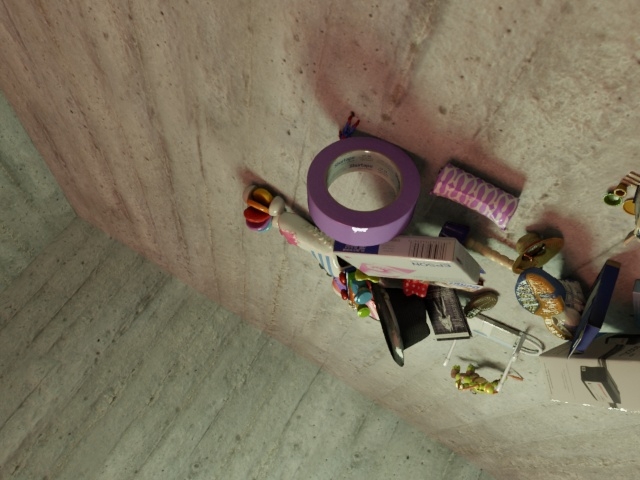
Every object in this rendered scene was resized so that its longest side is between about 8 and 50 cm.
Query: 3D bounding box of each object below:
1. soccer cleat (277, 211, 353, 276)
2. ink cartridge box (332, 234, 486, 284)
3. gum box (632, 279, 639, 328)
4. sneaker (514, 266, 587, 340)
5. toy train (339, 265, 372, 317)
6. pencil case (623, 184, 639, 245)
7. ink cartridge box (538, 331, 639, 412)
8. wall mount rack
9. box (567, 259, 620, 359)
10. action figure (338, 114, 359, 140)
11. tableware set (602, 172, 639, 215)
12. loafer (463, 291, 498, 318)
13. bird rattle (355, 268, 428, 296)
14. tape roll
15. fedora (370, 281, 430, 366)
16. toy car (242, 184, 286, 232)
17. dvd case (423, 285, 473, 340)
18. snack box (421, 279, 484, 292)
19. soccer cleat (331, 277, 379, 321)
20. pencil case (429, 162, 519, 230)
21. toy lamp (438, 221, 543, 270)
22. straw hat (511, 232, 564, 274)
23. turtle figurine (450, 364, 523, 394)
[{"bbox_3d":[0.000,0.000,1.805,0.331,0.116,0.143,42,137,-21],"label":"soccer cleat"},{"bbox_3d":[0.249,0.063,1.377,0.324,0.071,0.330,3,162,32],"label":"ink cartridge box"},{"bbox_3d":[0.837,0.169,1.183,0.184,0.041,0.157,10,146,39],"label":"gum box"},{"bbox_3d":[0.595,0.136,1.296,0.112,0.131,0.296,-1,145,49],"label":"sneaker"},{"bbox_3d":[0.139,0.220,1.819,0.143,0.105,0.248,-113,12,-49],"label":"toy train"},{"bbox_3d":[0.743,-0.019,0.832,0.410,0.160,0.183,21,135,24],"label":"pencil case"},{"bbox_3d":[0.735,0.310,1.225,0.307,0.223,0.129,-18,85,61],"label":"ink cartridge box"},{"bbox_3d":[0.559,0.371,1.750,0.350,0.130,0.304,24,152,22],"label":"wall mount rack"},{"bbox_3d":[0.644,0.172,1.200,0.036,0.225,0.136,23,152,23],"label":"box"},{"bbox_3d":[0.068,-0.279,1.321,0.038,0.030,0.115,29,156,-2],"label":"action figure"},{"bbox_3d":[0.653,-0.068,1.011,0.154,0.024,0.104,29,154,9],"label":"tableware set"},{"bbox_3d":[0.503,0.197,1.612,0.056,0.050,0.148,35,139,-9],"label":"loafer"},{"bbox_3d":[0.236,0.075,1.629,0.253,0.143,0.207,18,134,23],"label":"bird rattle"},{"bbox_3d":[0.103,-0.125,1.258,0.275,0.275,0.090,27,154,15],"label":"tape roll"},{"bbox_3d":[0.283,0.260,1.737,0.152,0.334,0.334,-15,143,1],"label":"fedora"},{"bbox_3d":[-0.214,-0.099,1.825,0.159,0.136,0.182,24,152,18],"label":"toy car"},{"bbox_3d":[0.401,0.218,1.659,0.164,0.018,0.221,-27,80,61],"label":"dvd case"},{"bbox_3d":[0.403,0.127,1.554,0.178,0.022,0.064,11,155,-10],"label":"snack box"},{"bbox_3d":[0.186,0.212,1.941,0.318,0.108,0.116,29,150,15],"label":"soccer cleat"},{"bbox_3d":[0.363,-0.105,1.205,0.206,0.086,0.088,29,120,13],"label":"pencil case"},{"bbox_3d":[0.449,0.031,1.358,0.274,0.080,0.080,27,153,9],"label":"toy lamp"},{"bbox_3d":[0.521,0.018,1.261,0.144,0.144,0.061,77,173,-54],"label":"straw hat"},{"bbox_3d":[0.616,0.544,1.954,0.217,0.269,0.087,-164,68,-74],"label":"turtle figurine"}]
